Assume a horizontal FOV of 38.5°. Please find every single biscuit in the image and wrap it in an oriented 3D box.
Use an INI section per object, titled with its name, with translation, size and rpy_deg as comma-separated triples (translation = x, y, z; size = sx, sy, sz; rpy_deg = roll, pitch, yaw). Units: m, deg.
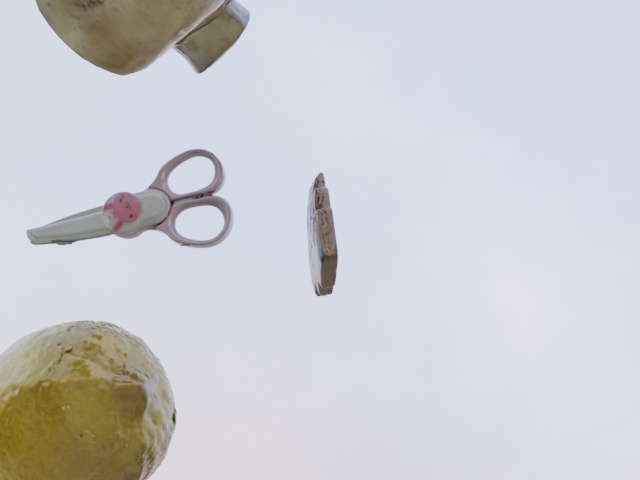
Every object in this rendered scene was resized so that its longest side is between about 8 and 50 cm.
[biscuit]
translation = 0.000, 0.000, 0.834
size = 0.019, 0.130, 0.119
rpy_deg = -4, -81, -5

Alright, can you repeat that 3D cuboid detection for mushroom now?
[mushroom]
translation = -0.123, -0.260, 0.810
size = 0.189, 0.254, 0.195
rpy_deg = -30, -61, 34

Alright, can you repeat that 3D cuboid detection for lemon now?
[lemon]
translation = -0.246, 0.178, 0.911
size = 0.192, 0.192, 0.231
rpy_deg = 40, -48, -20

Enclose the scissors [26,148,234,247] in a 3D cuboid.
[scissors]
translation = -0.223, -0.031, 1.066
size = 0.242, 0.118, 0.030
rpy_deg = -12, -15, 5
